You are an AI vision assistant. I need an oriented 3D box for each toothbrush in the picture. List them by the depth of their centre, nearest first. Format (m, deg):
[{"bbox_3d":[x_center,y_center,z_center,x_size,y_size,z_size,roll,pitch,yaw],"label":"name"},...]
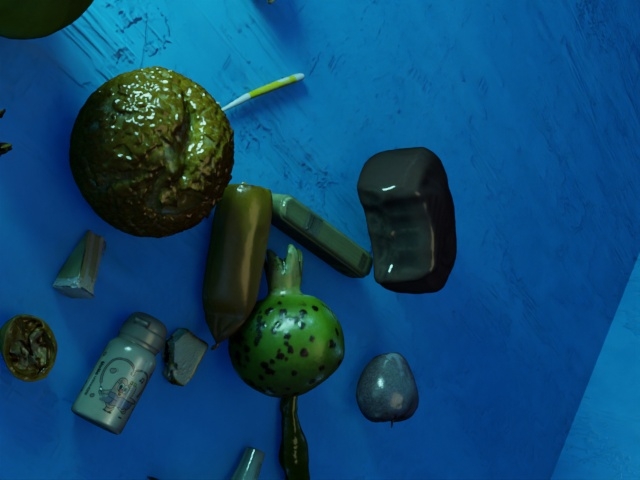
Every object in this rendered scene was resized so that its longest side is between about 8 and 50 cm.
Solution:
[{"bbox_3d":[-0.128,-0.290,1.888,0.288,0.021,0.024,-31,131,-43],"label":"toothbrush"}]

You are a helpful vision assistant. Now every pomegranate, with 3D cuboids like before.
[{"bbox_3d":[-0.086,0.175,1.936,0.231,0.231,0.285,-10,66,-49],"label":"pomegranate"}]

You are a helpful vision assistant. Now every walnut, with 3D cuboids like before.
[{"bbox_3d":[-0.479,0.169,1.551,0.091,0.052,0.121,-35,122,-38],"label":"walnut"}]

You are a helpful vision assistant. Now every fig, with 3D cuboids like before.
[{"bbox_3d":[-0.401,-0.407,1.341,0.239,0.271,0.239,4,85,-42],"label":"fig"}]

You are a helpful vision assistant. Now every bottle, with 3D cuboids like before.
[{"bbox_3d":[-0.343,0.229,1.696,0.110,0.097,0.209,89,27,-68],"label":"bottle"}]

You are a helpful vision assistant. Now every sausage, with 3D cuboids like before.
[{"bbox_3d":[-0.165,0.050,1.855,0.112,0.112,0.328,8,92,-51],"label":"sausage"}]

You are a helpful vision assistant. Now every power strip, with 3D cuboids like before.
[{"bbox_3d":[0.000,0.000,2.053,0.387,0.092,0.066,34,73,-48],"label":"power strip"}]

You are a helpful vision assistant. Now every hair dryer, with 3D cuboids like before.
[{"bbox_3d":[-0.205,0.482,1.946,0.229,0.092,0.267,-54,125,-38],"label":"hair dryer"}]

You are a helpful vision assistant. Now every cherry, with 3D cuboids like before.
[{"bbox_3d":[0.157,0.356,2.290,0.176,0.140,0.176,32,49,-47],"label":"cherry"}]

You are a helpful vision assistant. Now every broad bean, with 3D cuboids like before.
[{"bbox_3d":[-0.051,0.442,2.124,0.098,0.056,0.318,-2,98,-49],"label":"broad bean"}]

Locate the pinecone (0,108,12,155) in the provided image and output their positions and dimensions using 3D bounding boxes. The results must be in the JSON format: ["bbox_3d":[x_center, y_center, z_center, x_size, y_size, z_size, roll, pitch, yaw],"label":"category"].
[{"bbox_3d":[-0.531,-0.151,1.311,0.208,0.208,0.207,-15,110,-48],"label":"pinecone"}]

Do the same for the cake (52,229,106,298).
[{"bbox_3d":[-0.404,0.039,1.630,0.052,0.065,0.121,47,40,-44],"label":"cake"}]

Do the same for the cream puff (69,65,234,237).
[{"bbox_3d":[-0.267,-0.143,1.610,0.303,0.212,0.303,-13,108,-43],"label":"cream puff"}]

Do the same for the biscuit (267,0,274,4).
[{"bbox_3d":[-0.142,-0.627,1.766,0.094,0.054,0.378,-45,130,-36],"label":"biscuit"}]

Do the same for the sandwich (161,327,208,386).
[{"bbox_3d":[-0.266,0.221,1.829,0.093,0.036,0.104,39,70,-48],"label":"sandwich"}]

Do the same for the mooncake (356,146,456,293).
[{"bbox_3d":[0.199,-0.051,2.150,0.334,0.174,0.325,37,53,-67],"label":"mooncake"}]
